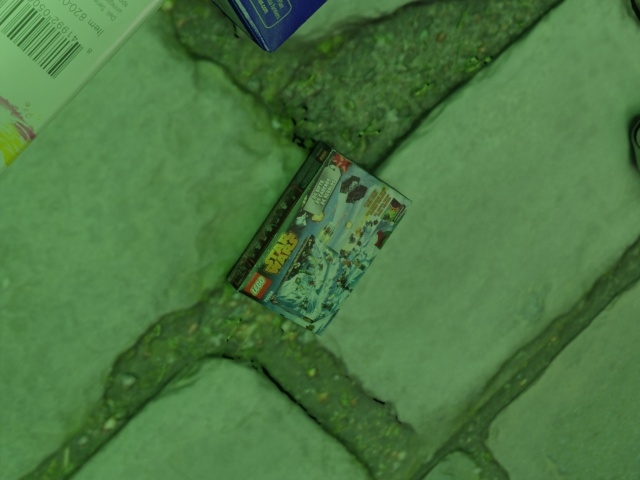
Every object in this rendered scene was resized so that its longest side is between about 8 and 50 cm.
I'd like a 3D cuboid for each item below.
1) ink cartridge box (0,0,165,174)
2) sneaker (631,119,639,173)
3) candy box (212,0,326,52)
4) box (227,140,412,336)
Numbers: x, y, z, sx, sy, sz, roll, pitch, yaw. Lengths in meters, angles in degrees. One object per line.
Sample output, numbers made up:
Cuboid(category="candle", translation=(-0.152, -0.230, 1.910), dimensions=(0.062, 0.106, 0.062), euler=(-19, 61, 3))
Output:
Cuboid(category="ink cartridge box", translation=(-0.286, -0.112, 0.731), dimensions=(0.353, 0.119, 0.207), euler=(-46, 122, -1))
Cuboid(category="sneaker", translation=(0.370, -0.123, 1.049), dimensions=(0.163, 0.086, 0.226), euler=(4, 110, -29))
Cuboid(category="candy box", translation=(0.017, -0.302, 0.690), dimensions=(0.317, 0.122, 0.268), euler=(-42, 159, -2))
Cuboid(category="box", translation=(0.000, 0.000, 0.965), dimensions=(0.094, 0.027, 0.137), euler=(31, 96, -33))
